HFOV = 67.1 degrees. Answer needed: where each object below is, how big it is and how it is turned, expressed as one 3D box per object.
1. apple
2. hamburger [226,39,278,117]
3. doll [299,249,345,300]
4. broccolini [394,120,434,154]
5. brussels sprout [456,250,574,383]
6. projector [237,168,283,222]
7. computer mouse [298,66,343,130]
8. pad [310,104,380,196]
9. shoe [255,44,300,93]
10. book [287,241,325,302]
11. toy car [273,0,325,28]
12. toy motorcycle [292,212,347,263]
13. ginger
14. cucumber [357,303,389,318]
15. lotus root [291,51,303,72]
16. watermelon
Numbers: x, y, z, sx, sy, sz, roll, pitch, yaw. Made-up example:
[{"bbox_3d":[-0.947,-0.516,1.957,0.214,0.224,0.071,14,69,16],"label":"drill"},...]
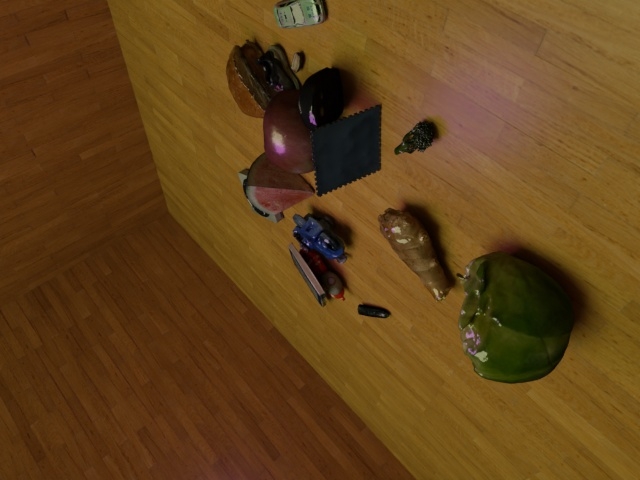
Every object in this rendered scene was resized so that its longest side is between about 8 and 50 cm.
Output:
[{"bbox_3d":[-0.082,-0.393,1.764,0.234,0.306,0.306,9,141,5],"label":"apple"},{"bbox_3d":[-0.266,-0.604,1.948,0.330,0.162,0.209,53,153,-7],"label":"hamburger"},{"bbox_3d":[0.013,0.176,2.442,0.336,0.105,0.200,49,169,14],"label":"doll"},{"bbox_3d":[0.293,-0.311,1.503,0.202,0.068,0.091,179,72,-77],"label":"broccolini"},{"bbox_3d":[0.555,0.220,1.403,0.276,0.314,0.372,53,-153,-65],"label":"brussels sprout"},{"bbox_3d":[-0.327,-0.233,2.566,0.259,0.079,0.257,26,143,47],"label":"projector"},{"bbox_3d":[-0.007,-0.452,1.578,0.100,0.269,0.170,6,124,20],"label":"computer mouse"},{"bbox_3d":[0.091,-0.293,1.602,0.012,0.268,0.270,49,155,40],"label":"pad"},{"bbox_3d":[-0.163,-0.613,1.820,0.099,0.112,0.228,2,121,57],"label":"shoe"},{"bbox_3d":[-0.064,0.189,2.496,0.300,0.039,0.428,56,173,13],"label":"book"},{"bbox_3d":[-0.075,-0.740,1.569,0.224,0.076,0.090,22,137,48],"label":"toy car"},{"bbox_3d":[0.014,-0.020,2.198,0.319,0.240,0.182,37,109,43],"label":"toy motorcycle"},{"bbox_3d":[0.323,0.054,1.735,0.236,0.166,0.376,4,119,47],"label":"ginger"},{"bbox_3d":[0.252,0.343,2.305,0.058,0.052,0.214,34,163,-28],"label":"cucumber"},{"bbox_3d":[-0.079,-0.642,1.738,0.037,0.030,0.083,47,154,10],"label":"lotus root"},{"bbox_3d":[-0.209,-0.222,2.203,0.292,0.250,0.283,32,150,43],"label":"watermelon"}]
